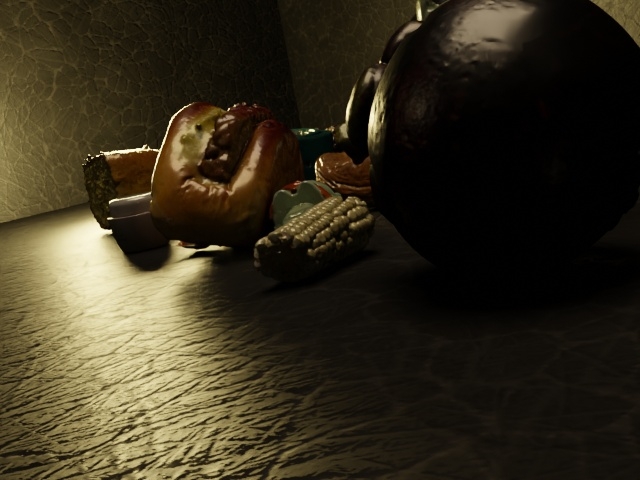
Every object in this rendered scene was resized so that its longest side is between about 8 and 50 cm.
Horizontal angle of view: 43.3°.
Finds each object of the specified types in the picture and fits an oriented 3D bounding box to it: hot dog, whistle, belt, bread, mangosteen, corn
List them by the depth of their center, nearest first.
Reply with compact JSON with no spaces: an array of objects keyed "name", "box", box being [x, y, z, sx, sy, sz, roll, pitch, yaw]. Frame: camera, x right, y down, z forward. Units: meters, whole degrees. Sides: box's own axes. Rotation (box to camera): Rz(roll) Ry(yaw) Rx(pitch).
[{"name":"mangosteen","box":[0.176,-0.118,0.803,0.297,0.296,0.313,-13,48,-13]},{"name":"corn","box":[0.000,0.000,1.018,0.087,0.087,0.211,-6,14,28]},{"name":"whistle","box":[-0.025,-0.042,1.243,0.101,0.106,0.253,-51,2,12]},{"name":"hot dog","box":[-0.144,-0.124,1.373,0.185,0.223,0.405,3,9,9]},{"name":"hot dog","box":[0.117,-0.129,1.543,0.272,0.122,0.196,-10,6,32]},{"name":"bread","box":[-0.441,-0.126,1.912,0.179,0.194,0.340,-17,7,-24]},{"name":"belt","box":[-0.170,-0.196,2.100,0.437,0.173,0.300,-14,12,-18]}]

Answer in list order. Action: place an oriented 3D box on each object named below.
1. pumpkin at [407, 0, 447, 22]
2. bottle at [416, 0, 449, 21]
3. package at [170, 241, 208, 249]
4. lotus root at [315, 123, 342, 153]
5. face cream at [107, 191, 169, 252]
[{"name":"pumpkin","box":[0.347,-0.347,1.805,0.455,0.343,0.454,7,-25,3]},{"name":"bottle","box":[0.255,-0.199,1.088,0.229,0.351,0.229,-9,8,1]},{"name":"package","box":[-0.195,-0.001,1.374,0.111,0.032,0.077,-5,0,7]},{"name":"lotus root","box":[-0.058,-0.249,2.405,0.314,0.141,0.169,-17,3,23]},{"name":"face cream","box":[-0.344,-0.037,1.539,0.117,0.104,0.117,-10,8,1]}]
